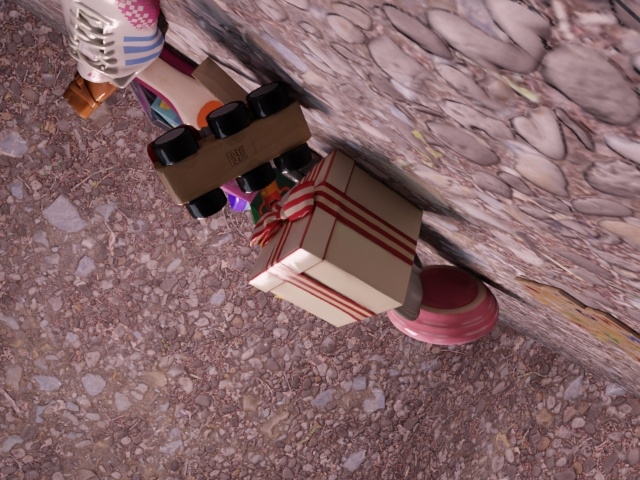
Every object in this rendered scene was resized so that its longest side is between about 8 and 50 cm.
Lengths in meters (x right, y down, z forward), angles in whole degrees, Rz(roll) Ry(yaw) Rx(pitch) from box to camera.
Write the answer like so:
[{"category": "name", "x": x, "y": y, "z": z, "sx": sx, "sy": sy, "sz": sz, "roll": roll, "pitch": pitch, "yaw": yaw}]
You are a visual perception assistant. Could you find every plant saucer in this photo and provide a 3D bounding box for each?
[{"category": "plant saucer", "x": 0.363, "y": 0.172, "z": 1.445, "sx": 0.332, "sy": 0.332, "sz": 0.084, "roll": 34, "pitch": 138, "yaw": 48}, {"category": "plant saucer", "x": 0.173, "y": 0.019, "z": 1.278, "sx": 0.400, "sy": 0.100, "sz": 0.400, "roll": 48, "pitch": -162, "yaw": -21}]

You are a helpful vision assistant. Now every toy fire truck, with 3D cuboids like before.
[{"category": "toy fire truck", "x": -0.160, "y": -0.176, "z": 0.736, "sx": 0.246, "sy": 0.217, "sz": 0.158, "roll": 44, "pitch": 162, "yaw": 58}]

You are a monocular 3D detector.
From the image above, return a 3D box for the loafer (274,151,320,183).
[{"category": "loafer", "x": -0.111, "y": -0.224, "z": 1.160, "sx": 0.267, "sy": 0.084, "sz": 0.096, "roll": 37, "pitch": -178, "yaw": 22}]

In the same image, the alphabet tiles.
[{"category": "alphabet tiles", "x": 0.555, "y": 0.176, "z": 0.941, "sx": 0.342, "sy": 0.011, "sz": 0.285, "roll": 33, "pitch": -179, "yaw": -5}]

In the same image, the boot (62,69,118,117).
[{"category": "boot", "x": -0.717, "y": -0.524, "z": 1.498, "sx": 0.283, "sy": 0.220, "sz": 0.109, "roll": 48, "pitch": -169, "yaw": 25}]

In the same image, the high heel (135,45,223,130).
[{"category": "high heel", "x": -0.298, "y": -0.349, "z": 1.014, "sx": 0.377, "sy": 0.127, "sz": 0.181, "roll": 26, "pitch": -146, "yaw": -42}]

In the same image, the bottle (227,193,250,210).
[{"category": "bottle", "x": -0.137, "y": -0.158, "z": 1.471, "sx": 0.118, "sy": 0.283, "sz": 0.092, "roll": 122, "pitch": 134, "yaw": -56}]

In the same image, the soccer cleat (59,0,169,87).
[{"category": "soccer cleat", "x": -0.281, "y": -0.279, "z": 0.635, "sx": 0.116, "sy": 0.143, "sz": 0.331, "roll": 33, "pitch": -179, "yaw": -10}]

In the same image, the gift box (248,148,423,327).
[{"category": "gift box", "x": 0.018, "y": -0.011, "z": 0.954, "sx": 0.258, "sy": 0.276, "sz": 0.255, "roll": 30, "pitch": 143, "yaw": -20}]

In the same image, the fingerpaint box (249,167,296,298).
[{"category": "fingerpaint box", "x": 0.000, "y": 0.000, "z": 1.343, "sx": 0.445, "sy": 0.163, "sz": 0.371, "roll": 29, "pitch": -143, "yaw": -59}]

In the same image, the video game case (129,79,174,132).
[{"category": "video game case", "x": -0.506, "y": -0.438, "z": 1.344, "sx": 0.274, "sy": 0.026, "sz": 0.196, "roll": 62, "pitch": 180, "yaw": -5}]

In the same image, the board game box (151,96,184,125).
[{"category": "board game box", "x": -0.310, "y": -0.299, "z": 1.403, "sx": 0.254, "sy": 0.079, "sz": 0.336, "roll": 33, "pitch": 178, "yaw": 2}]

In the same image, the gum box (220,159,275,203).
[{"category": "gum box", "x": -0.150, "y": -0.176, "z": 0.993, "sx": 0.062, "sy": 0.188, "sz": 0.107, "roll": 33, "pitch": -178, "yaw": 35}]
